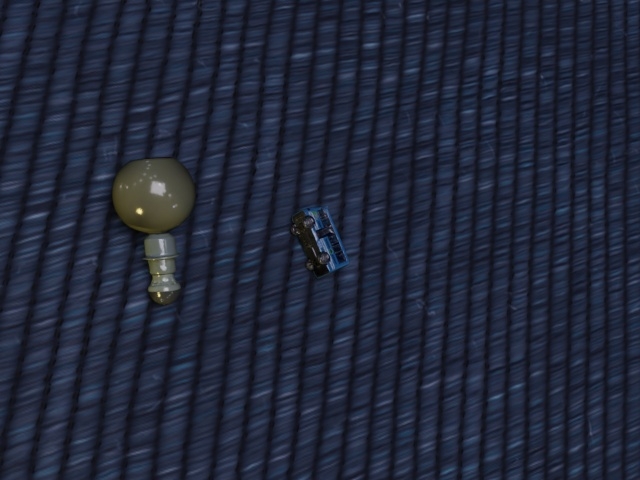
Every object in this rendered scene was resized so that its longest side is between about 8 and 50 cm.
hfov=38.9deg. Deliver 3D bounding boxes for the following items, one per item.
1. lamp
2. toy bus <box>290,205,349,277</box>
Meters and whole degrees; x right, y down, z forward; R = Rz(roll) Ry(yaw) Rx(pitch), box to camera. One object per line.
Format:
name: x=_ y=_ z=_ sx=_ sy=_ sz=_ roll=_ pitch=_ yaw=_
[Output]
lamp: x=-0.181 y=-0.009 z=1.004 sx=0.091 sy=0.091 sz=0.163 roll=-6 pitch=94 yaw=-24
toy bus: x=0.000 y=0.000 z=1.094 sx=0.046 sy=0.038 sz=0.083 roll=-21 pitch=86 yaw=-31
